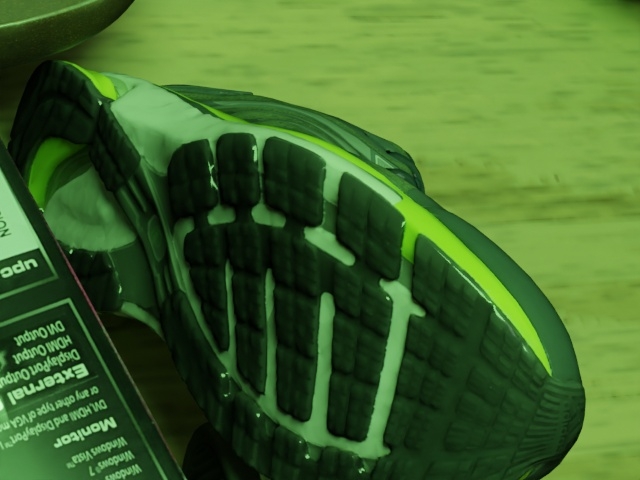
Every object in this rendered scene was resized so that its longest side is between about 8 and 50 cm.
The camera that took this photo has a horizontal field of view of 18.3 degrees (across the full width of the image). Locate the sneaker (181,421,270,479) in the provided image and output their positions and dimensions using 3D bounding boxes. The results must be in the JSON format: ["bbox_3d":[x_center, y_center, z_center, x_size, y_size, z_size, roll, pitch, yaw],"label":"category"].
[{"bbox_3d":[0.074,0.180,0.670,0.178,0.124,0.295,-14,74,-23],"label":"sneaker"}]

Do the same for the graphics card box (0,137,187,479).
[{"bbox_3d":[-0.108,0.107,0.580,0.094,0.233,0.371,-23,71,-26],"label":"graphics card box"}]

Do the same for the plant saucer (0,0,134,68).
[{"bbox_3d":[-0.140,-0.104,0.773,0.168,0.029,0.168,-2,32,2],"label":"plant saucer"}]

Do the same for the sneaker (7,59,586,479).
[{"bbox_3d":[0.000,0.000,0.689,0.121,0.111,0.300,-3,22,-33],"label":"sneaker"}]
